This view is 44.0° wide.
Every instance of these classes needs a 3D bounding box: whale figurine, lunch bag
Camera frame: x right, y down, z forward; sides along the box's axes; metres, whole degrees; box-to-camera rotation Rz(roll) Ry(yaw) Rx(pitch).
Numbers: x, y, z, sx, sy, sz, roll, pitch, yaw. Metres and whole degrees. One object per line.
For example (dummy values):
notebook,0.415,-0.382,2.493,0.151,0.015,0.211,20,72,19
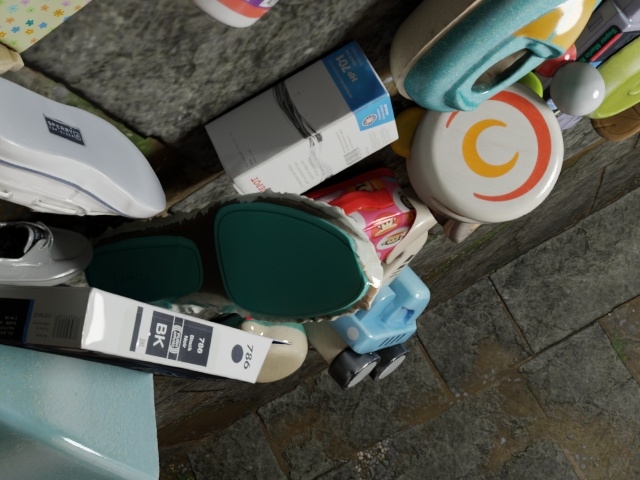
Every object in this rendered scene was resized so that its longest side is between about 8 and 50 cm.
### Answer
whale figurine,-0.164,0.200,1.605,0.271,0.141,0.216,0,145,-13
lunch bag,0.000,0.000,1.231,0.293,0.120,0.258,-21,162,-25

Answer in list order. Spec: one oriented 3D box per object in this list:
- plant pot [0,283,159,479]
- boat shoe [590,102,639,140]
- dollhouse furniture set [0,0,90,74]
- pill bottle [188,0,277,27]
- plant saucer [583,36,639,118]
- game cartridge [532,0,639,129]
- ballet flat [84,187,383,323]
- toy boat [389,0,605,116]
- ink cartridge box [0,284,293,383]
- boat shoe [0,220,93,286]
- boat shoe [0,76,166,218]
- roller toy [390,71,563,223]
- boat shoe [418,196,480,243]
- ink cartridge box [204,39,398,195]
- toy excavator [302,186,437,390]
plant pot,-0.372,0.187,0.936,0.247,0.248,0.252,-27,139,16
boat shoe,0.653,-0.307,1.438,0.342,0.123,0.123,-40,175,34
dollhouse furniture set,-0.156,-0.193,0.401,0.181,0.101,0.161,-33,164,12
pill bottle,-0.017,-0.236,0.496,0.193,0.108,0.108,-37,162,26
plant saucer,0.500,-0.261,1.236,0.240,0.037,0.241,-27,164,-8
game cartridge,0.437,-0.279,1.240,0.230,0.068,0.355,-22,163,-39
ballet flat,-0.095,0.011,0.901,0.408,0.147,0.147,-1,-179,33
toy boat,0.238,-0.224,0.897,0.267,0.148,0.318,-37,162,27
ink cartridge box,-0.189,0.114,0.890,0.165,0.065,0.332,-2,164,34
boat shoe,-0.315,0.006,0.832,0.184,0.066,0.063,3,147,-45
boat shoe,-0.237,-0.067,0.700,0.084,0.095,0.258,-29,154,15
roller toy,0.215,-0.117,1.079,0.209,0.191,0.146,-22,-178,-4
boat shoe,0.242,-0.109,1.309,0.132,0.130,0.355,-44,179,20
ink cartridge box,-0.016,-0.122,0.898,0.190,0.082,0.139,-28,164,3
toy excavator,0.119,0.082,1.616,0.445,0.222,0.433,-50,157,20
